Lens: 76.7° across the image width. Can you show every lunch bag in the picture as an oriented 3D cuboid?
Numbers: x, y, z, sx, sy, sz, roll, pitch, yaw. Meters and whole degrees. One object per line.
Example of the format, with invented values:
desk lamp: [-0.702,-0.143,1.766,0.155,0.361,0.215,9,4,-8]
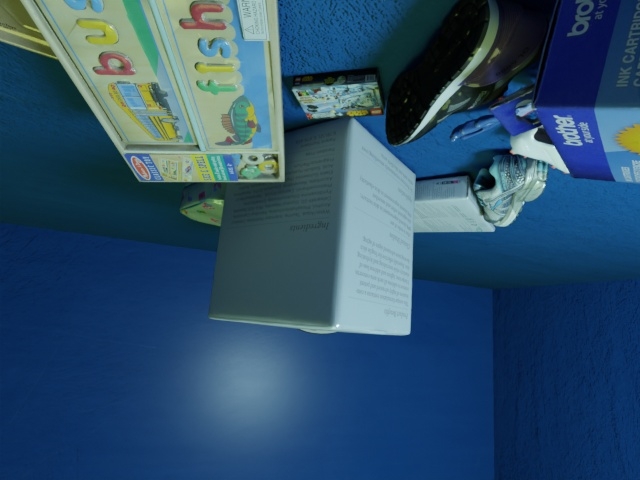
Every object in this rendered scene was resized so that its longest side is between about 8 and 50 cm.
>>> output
lunch bag: [-0.240,-0.109,1.176,0.279,0.108,0.224,14,161,-43]

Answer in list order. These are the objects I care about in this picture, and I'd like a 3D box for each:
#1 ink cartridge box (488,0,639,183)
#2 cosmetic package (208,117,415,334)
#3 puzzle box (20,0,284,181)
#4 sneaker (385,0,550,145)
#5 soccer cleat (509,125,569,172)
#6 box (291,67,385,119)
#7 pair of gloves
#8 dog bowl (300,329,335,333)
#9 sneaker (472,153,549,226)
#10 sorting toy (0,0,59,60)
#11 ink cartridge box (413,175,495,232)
ink cartridge box: [0.377,-0.140,0.366,0.395,0.151,0.270,18,-176,40]
cosmetic package: [0.000,0.000,0.909,0.327,0.394,0.329,-3,165,34]
puzzle box: [-0.190,-0.210,0.572,0.272,0.052,0.409,0,156,-3]
sneaker: [0.193,-0.207,0.573,0.124,0.107,0.283,2,169,-16]
soccer cleat: [0.443,-0.170,0.738,0.196,0.068,0.076,10,164,-12]
box: [0.033,-0.237,0.663,0.137,0.027,0.094,1,166,16]
pair of gloves: [0.289,-0.200,0.607,0.159,0.023,0.198,-21,180,-14]
dog bowl: [0.027,0.080,1.229,0.408,0.408,0.150,8,168,-15]
sneaker: [0.412,-0.123,0.935,0.122,0.110,0.283,15,163,10]
sorting toy: [-0.381,-0.310,0.472,0.193,0.038,0.208,11,162,-28]
ink cartridge box: [0.298,-0.089,1.162,0.330,0.071,0.324,1,168,34]
